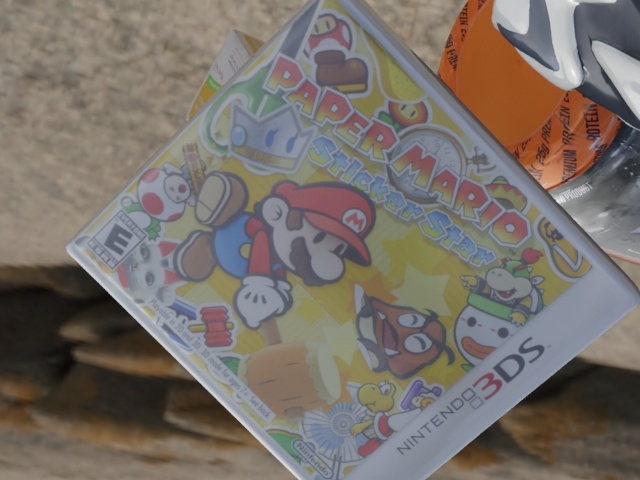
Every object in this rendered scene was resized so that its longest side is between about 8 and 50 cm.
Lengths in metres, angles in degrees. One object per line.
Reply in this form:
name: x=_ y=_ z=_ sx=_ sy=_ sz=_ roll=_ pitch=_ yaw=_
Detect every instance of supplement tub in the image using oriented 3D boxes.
supplement tub: x=0.260 y=-0.079 z=0.954 sx=0.338 sy=0.207 sz=0.207 roll=15 pitch=163 yaw=-35

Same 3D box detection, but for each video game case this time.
video game case: x=0.014 y=0.015 z=0.695 sx=0.227 sy=0.206 sz=0.026 roll=46 pitch=-163 yaw=-6

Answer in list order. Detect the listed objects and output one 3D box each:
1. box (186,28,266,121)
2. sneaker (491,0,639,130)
box: x=-0.007 y=-0.098 z=1.234 sx=0.203 sy=0.103 sz=0.114 roll=20 pitch=-158 yaw=-27
sneaker: x=0.153 y=-0.101 z=0.423 sx=0.153 sy=0.094 sz=0.235 roll=44 pitch=145 yaw=16
